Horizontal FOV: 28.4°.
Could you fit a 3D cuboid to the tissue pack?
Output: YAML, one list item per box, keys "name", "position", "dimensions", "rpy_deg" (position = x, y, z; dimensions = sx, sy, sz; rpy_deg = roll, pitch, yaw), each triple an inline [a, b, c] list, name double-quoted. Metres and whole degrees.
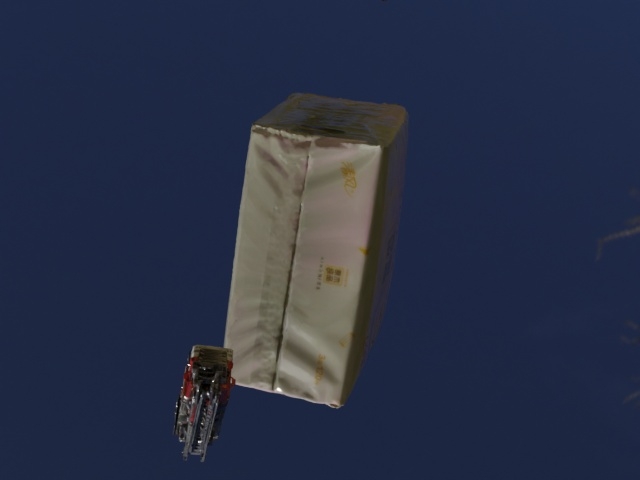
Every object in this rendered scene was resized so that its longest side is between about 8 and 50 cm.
- name: "tissue pack"
  position: [0.000, 0.000, 1.093]
  dimensions: [0.124, 0.225, 0.185]
  rpy_deg: [11, -163, 9]

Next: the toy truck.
- name: "toy truck"
  position: [-0.054, 0.074, 0.583]
  dimensions: [0.024, 0.083, 0.032]
  rpy_deg: [9, -126, -7]
